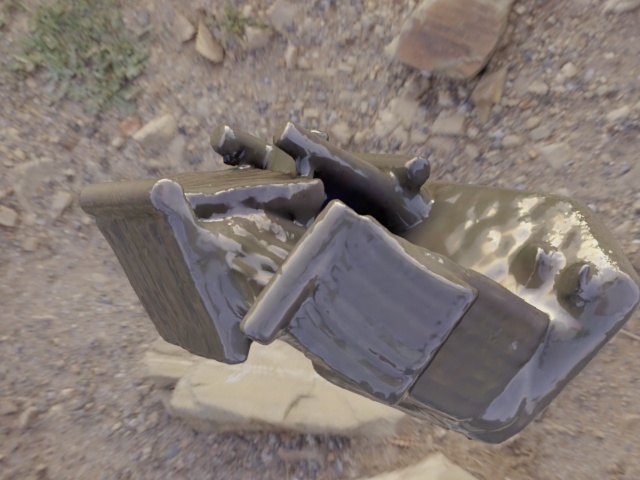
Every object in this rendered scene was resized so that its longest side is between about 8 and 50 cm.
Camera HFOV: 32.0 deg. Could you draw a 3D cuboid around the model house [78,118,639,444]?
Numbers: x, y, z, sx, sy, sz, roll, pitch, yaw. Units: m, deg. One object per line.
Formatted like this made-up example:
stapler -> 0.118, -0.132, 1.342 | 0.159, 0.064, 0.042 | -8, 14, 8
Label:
model house -> 0.002, 0.008, 0.508 | 0.188, 0.229, 0.122 | 17, 89, -37
